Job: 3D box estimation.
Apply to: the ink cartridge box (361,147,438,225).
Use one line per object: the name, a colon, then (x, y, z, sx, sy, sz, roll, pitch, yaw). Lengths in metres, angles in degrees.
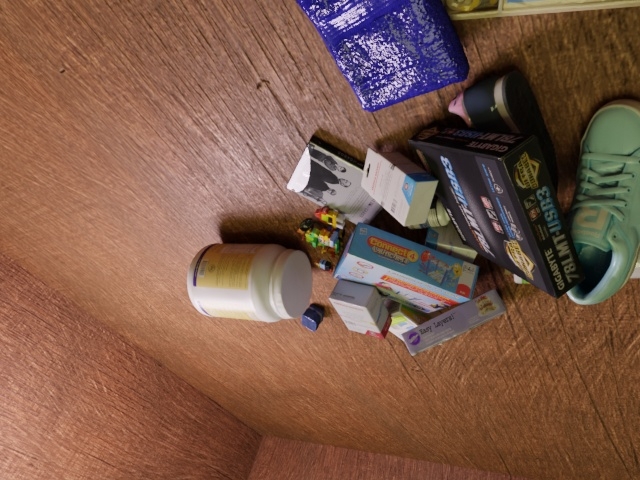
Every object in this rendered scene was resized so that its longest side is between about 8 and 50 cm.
ink cartridge box: (0.164, -0.123, 0.919, 0.060, 0.180, 0.104, -10, 128, -25)

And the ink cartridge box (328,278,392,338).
ink cartridge box: (0.119, 0.199, 1.231, 0.127, 0.072, 0.175, 10, 144, 36)

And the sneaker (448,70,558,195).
sneaker: (0.360, -0.173, 0.819, 0.131, 0.112, 0.319, 3, 139, 48)

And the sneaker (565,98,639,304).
sneaker: (0.500, -0.051, 0.738, 0.135, 0.150, 0.366, 10, 114, 45)

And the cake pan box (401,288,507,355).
cake pan box: (0.357, 0.219, 1.128, 0.266, 0.070, 0.245, -32, 159, 17)

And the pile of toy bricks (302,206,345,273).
pile of toy bricks: (0.000, 0.000, 1.169, 0.105, 0.118, 0.212, 21, 154, 12)

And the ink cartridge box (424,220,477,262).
ink cartridge box: (0.321, -0.004, 1.036, 0.122, 0.089, 0.052, 12, 142, 13)

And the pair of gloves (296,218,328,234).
pair of gloves: (-0.021, -0.028, 1.231, 0.083, 0.010, 0.074, 31, 136, -11)

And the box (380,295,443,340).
box: (0.286, 0.246, 1.346, 0.203, 0.103, 0.114, 38, 140, -21)

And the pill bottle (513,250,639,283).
pill bottle: (0.555, 0.029, 0.926, 0.245, 0.136, 0.136, -1, 138, 26)

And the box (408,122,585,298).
box: (0.316, -0.070, 0.793, 0.296, 0.073, 0.293, 56, 176, -25)

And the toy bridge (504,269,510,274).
toy bridge: (0.544, 0.065, 1.035, 0.188, 0.063, 0.026, 9, 141, 18)

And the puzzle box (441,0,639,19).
puzzle box: (0.354, -0.435, 0.525, 0.408, 0.052, 0.272, 5, 139, 20)

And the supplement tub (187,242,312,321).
supplement tub: (-0.216, 0.128, 1.328, 0.331, 0.241, 0.241, 1, 138, 25)

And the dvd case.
dvd case: (0.050, -0.136, 1.052, 0.238, 0.030, 0.179, 27, 142, -8)

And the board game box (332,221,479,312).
board game box: (0.203, 0.085, 1.120, 0.308, 0.086, 0.302, 21, 164, 0)

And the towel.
towel: (0.080, -0.356, 0.689, 0.227, 0.076, 0.308, 0, 140, 51)

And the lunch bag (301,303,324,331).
lunch bag: (-0.027, 0.281, 1.570, 0.067, 0.065, 0.098, 29, 146, 15)

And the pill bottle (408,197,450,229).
pill bottle: (0.265, -0.065, 1.005, 0.120, 0.067, 0.067, -7, 135, 31)
